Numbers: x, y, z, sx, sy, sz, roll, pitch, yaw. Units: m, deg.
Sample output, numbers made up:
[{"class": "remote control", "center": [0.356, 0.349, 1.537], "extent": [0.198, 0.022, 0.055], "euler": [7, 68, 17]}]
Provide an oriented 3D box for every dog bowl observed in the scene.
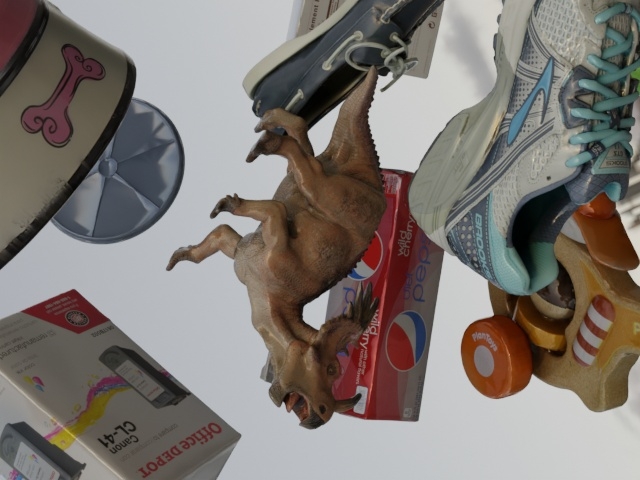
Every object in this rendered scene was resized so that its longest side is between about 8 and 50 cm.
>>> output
[{"class": "dog bowl", "center": [-0.376, -0.087, 1.255], "extent": [0.150, 0.408, 0.408], "euler": [48, -159, -27]}]

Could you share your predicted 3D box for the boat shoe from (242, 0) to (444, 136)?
[{"class": "boat shoe", "center": [0.039, -0.175, 1.203], "extent": [0.095, 0.255, 0.079], "euler": [5, -124, -63]}]

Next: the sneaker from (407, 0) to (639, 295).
[{"class": "sneaker", "center": [0.171, -0.088, 0.870], "extent": [0.110, 0.283, 0.122], "euler": [-1, -143, -37]}]

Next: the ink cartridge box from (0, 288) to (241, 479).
[{"class": "ink cartridge box", "center": [-0.284, 0.221, 1.630], "extent": [0.306, 0.131, 0.226], "euler": [37, -154, 14]}]

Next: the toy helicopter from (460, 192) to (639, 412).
[{"class": "toy helicopter", "center": [0.283, 0.054, 1.240], "extent": [0.355, 0.140, 0.234], "euler": [17, 112, 55]}]

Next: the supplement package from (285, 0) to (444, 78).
[{"class": "supplement package", "center": [0.054, -0.278, 1.718], "extent": [0.105, 0.179, 0.105], "euler": [-117, 38, -76]}]

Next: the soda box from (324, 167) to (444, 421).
[{"class": "soda box", "center": [0.068, 0.057, 1.418], "extent": [0.092, 0.083, 0.263], "euler": [9, -91, -45]}]

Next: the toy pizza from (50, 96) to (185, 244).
[{"class": "toy pizza", "center": [-0.268, -0.089, 1.708], "extent": [0.032, 0.201, 0.201], "euler": [55, -166, -70]}]

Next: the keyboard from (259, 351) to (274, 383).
[{"class": "keyboard", "center": [-0.026, 0.159, 1.699], "extent": [0.256, 0.014, 0.072], "euler": [39, -112, -70]}]

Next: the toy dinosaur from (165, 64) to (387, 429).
[{"class": "toy dinosaur", "center": [0.000, 0.000, 1.180], "extent": [0.200, 0.295, 0.127], "euler": [33, 174, -10]}]

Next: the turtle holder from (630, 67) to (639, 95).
[{"class": "turtle holder", "center": [0.441, -0.229, 1.306], "extent": [0.320, 0.243, 0.227], "euler": [-172, 75, -67]}]
